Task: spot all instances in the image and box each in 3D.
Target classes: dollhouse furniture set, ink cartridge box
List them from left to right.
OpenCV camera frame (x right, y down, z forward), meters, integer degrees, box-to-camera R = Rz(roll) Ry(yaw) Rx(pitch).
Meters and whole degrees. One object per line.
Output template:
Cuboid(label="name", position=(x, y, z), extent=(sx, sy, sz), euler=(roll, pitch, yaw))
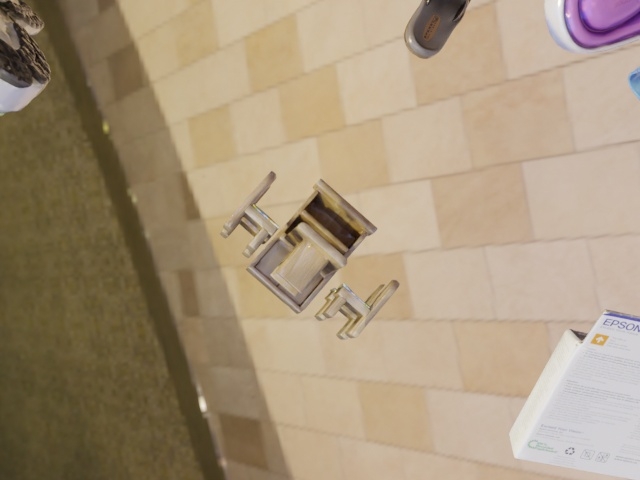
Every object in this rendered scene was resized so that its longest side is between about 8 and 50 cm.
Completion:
Cuboid(label="dollhouse furniture set", position=(0.000, 0.000, 1.509), extent=(0.212, 0.161, 0.242), euler=(41, 170, -3))
Cuboid(label="ink cartridge box", position=(0.345, 0.163, 1.239), extent=(0.045, 0.223, 0.224), euler=(-96, 24, -53))

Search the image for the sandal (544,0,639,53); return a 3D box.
Cuboid(label="sandal", position=(0.453, -0.325, 1.366), extent=(0.102, 0.416, 0.169), euler=(36, 153, 58))

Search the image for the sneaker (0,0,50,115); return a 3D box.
Cuboid(label="sneaker", position=(-0.382, -0.187, 1.118), extent=(0.158, 0.182, 0.410), euler=(47, -175, -25))

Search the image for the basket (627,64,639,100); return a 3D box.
Cuboid(label="basket", position=(0.562, -0.147, 1.593), extent=(0.289, 0.201, 0.255), euler=(48, 172, -4))

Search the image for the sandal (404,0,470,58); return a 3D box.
Cuboid(label="sandal", position=(0.163, -0.317, 1.491), extent=(0.180, 0.072, 0.049), euler=(-66, 11, -16))
